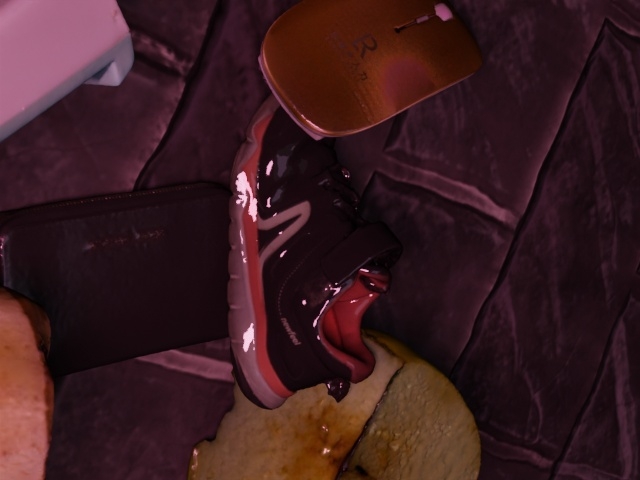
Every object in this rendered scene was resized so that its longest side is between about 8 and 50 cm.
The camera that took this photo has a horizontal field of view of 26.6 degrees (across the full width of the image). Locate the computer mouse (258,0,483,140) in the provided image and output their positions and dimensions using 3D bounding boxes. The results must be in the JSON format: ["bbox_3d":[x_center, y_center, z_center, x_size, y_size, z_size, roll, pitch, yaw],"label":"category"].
[{"bbox_3d":[0.052,-0.168,1.174,0.245,0.056,0.126,-29,82,-42],"label":"computer mouse"}]

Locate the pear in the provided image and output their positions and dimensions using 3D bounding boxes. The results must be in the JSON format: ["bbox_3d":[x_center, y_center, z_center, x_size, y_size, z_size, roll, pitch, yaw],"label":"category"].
[{"bbox_3d":[0.025,0.218,1.281,0.292,0.159,0.292,-20,123,-35],"label":"pear"}]

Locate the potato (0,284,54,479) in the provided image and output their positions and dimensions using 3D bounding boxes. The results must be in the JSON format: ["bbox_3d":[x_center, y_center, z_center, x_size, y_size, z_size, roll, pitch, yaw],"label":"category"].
[{"bbox_3d":[-0.317,0.157,0.902,0.242,0.242,0.285,10,118,-45],"label":"potato"}]

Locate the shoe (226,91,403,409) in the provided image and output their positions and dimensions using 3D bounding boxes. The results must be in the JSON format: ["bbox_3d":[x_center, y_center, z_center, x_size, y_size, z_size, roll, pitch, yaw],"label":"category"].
[{"bbox_3d":[0.000,0.000,1.148,0.114,0.137,0.291,9,82,-67],"label":"shoe"}]

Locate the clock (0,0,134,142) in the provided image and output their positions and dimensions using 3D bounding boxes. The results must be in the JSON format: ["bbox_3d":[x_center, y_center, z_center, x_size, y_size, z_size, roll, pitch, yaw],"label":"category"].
[{"bbox_3d":[-0.278,-0.103,0.762,0.231,0.262,0.116,-45,131,-41],"label":"clock"}]

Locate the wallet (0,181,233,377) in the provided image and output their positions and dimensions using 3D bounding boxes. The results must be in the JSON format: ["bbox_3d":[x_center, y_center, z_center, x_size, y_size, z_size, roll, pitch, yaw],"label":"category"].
[{"bbox_3d":[-0.168,0.033,1.106,0.250,0.044,0.149,-9,109,-40],"label":"wallet"}]
